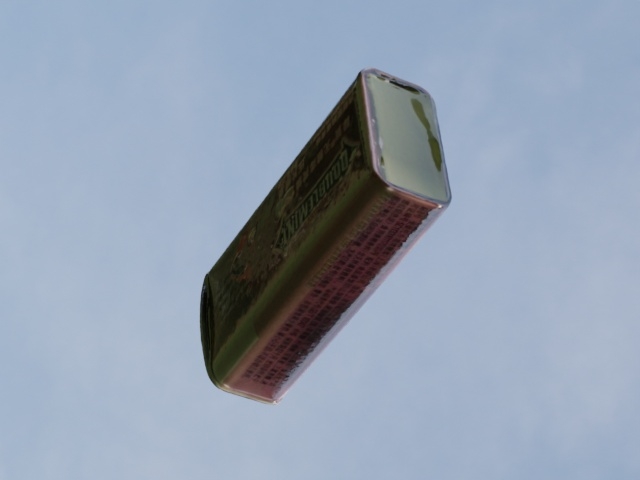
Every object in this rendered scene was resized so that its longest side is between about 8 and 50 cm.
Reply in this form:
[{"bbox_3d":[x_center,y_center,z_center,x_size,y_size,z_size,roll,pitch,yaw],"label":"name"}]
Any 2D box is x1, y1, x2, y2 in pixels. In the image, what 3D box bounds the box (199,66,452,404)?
[{"bbox_3d":[0.000,0.000,1.109,0.224,0.069,0.120,-49,-149,38],"label":"box"}]
